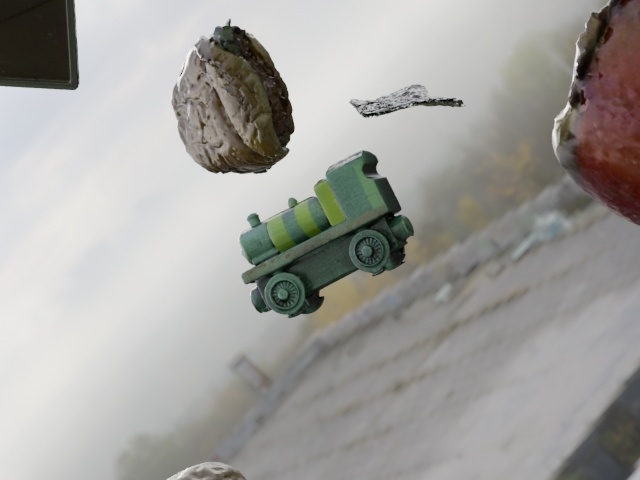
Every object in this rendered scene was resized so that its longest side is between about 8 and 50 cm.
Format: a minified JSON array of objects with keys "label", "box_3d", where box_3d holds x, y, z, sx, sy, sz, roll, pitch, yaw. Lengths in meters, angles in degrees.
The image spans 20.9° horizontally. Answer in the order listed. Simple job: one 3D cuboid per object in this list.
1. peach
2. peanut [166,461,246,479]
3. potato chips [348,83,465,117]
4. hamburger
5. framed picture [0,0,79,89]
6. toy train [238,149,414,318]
[{"label":"peach","box_3d":[0.437,-0.179,1.831,0.416,0.353,0.339,-16,-36,2]},{"label":"peanut","box_3d":[-0.200,0.372,2.033,0.291,0.143,0.159,-34,-5,-8]},{"label":"potato chips","box_3d":[0.099,-0.159,1.980,0.142,0.026,0.209,0,10,16]},{"label":"hamburger","box_3d":[-0.112,-0.166,2.161,0.130,0.183,0.206,-27,-3,-14]},{"label":"framed picture","box_3d":[-0.343,-0.218,1.717,0.015,0.203,0.150,-88,0,-50]},{"label":"toy train","box_3d":[0.000,0.000,1.888,0.200,0.132,0.083,-27,-5,15]}]
